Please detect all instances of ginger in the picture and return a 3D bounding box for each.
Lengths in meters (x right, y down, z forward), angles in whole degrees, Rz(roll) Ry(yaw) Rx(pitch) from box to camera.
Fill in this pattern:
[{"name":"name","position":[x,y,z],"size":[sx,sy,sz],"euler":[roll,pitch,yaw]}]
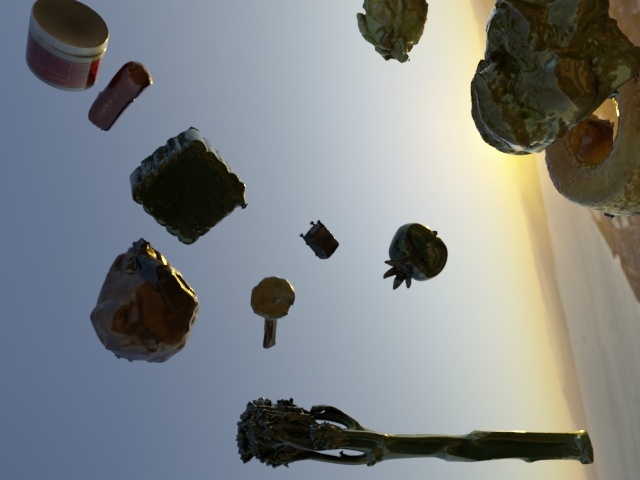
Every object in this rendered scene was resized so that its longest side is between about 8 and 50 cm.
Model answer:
[{"name":"ginger","position":[-0.391,0.148,1.043],"size":[0.223,0.269,0.200],"euler":[-49,-49,-13]}]

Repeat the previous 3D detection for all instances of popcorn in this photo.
[{"name":"popcorn","position":[0.148,-0.447,0.943],"size":[0.141,0.135,0.162],"euler":[33,-135,-30]}]

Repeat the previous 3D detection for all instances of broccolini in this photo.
[{"name":"broccolini","position":[0.096,0.215,0.516],"size":[0.074,0.392,0.079],"euler":[20,-113,-81]}]

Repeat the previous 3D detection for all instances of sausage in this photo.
[{"name":"sausage","position":[-0.652,-0.469,1.515],"size":[0.102,0.330,0.102],"euler":[28,-131,-38]}]

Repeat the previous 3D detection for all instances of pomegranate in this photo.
[{"name":"pomegranate","position":[0.230,0.040,1.167],"size":[0.191,0.152,0.131],"euler":[-32,-28,-44]}]

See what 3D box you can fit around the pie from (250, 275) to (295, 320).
[{"name":"pie","position":[-0.085,0.102,0.836],"size":[0.020,0.084,0.084],"euler":[101,173,-61]}]

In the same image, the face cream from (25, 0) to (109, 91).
[{"name":"face cream","position":[-0.748,-0.574,1.382],"size":[0.201,0.187,0.201],"euler":[19,-129,-26]}]

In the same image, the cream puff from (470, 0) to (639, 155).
[{"name":"cream puff","position":[0.382,-0.306,0.857],"size":[0.270,0.274,0.323],"euler":[48,-160,9]}]

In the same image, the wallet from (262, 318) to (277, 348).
[{"name":"wallet","position":[-0.173,0.282,1.624],"size":[0.095,0.026,0.176],"euler":[-3,-81,-76]}]

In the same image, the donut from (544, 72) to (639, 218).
[{"name":"donut","position":[0.761,-0.259,1.217],"size":[0.435,0.163,0.378],"euler":[120,151,-68]}]

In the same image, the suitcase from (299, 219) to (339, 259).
[{"name":"suitcase","position":[0.000,0.000,1.596],"size":[0.126,0.059,0.086],"euler":[51,-117,-21]}]

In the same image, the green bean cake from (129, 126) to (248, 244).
[{"name":"green bean cake","position":[-0.365,-0.150,1.303],"size":[0.247,0.250,0.156],"euler":[49,-177,-35]}]
